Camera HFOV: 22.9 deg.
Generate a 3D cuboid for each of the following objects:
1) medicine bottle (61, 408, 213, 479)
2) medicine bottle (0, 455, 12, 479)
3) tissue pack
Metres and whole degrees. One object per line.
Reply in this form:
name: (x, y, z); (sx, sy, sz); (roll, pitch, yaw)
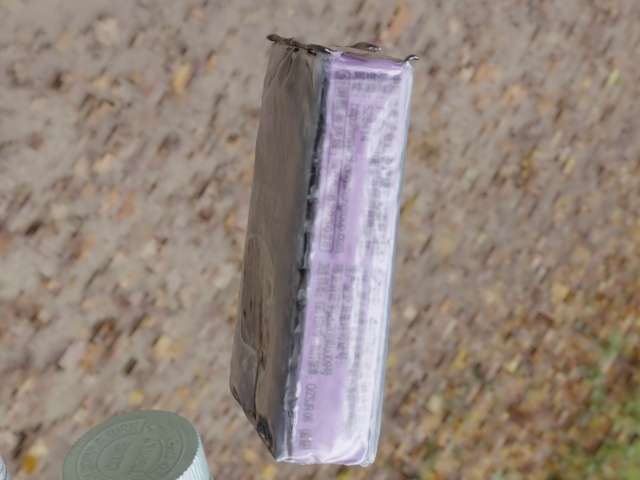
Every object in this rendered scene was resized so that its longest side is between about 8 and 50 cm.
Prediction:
medicine bottle: (-0.175, 0.361, 1.793); (0.158, 0.158, 0.318); (-40, 131, -37)
medicine bottle: (-0.330, 0.242, 1.543); (0.058, 0.058, 0.091); (-42, 135, -33)
tissue pack: (0.000, 0.000, 1.428); (0.259, 0.122, 0.361); (-133, -130, -75)
